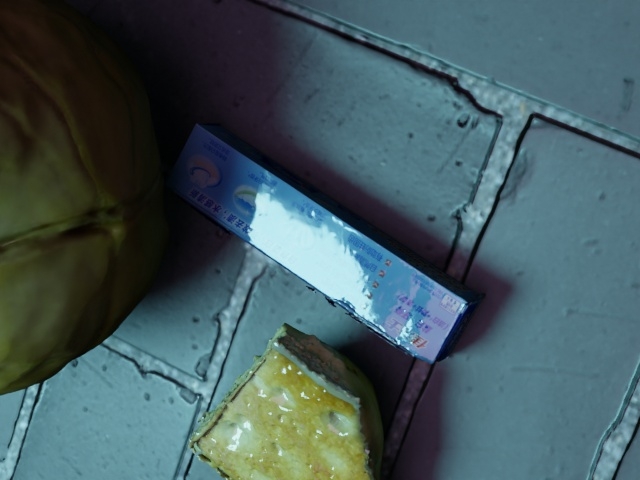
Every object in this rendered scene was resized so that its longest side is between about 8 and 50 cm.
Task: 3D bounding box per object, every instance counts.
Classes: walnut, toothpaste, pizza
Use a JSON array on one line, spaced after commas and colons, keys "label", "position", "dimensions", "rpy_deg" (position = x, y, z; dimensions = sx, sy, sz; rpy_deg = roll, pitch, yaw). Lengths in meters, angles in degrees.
[{"label": "walnut", "position": [-0.314, -0.057, 1.117], "dimensions": [0.397, 0.308, 0.354], "rpy_deg": [17, 115, 22]}, {"label": "toothpaste", "position": [0.000, 0.000, 1.122], "dimensions": [0.272, 0.053, 0.066], "rpy_deg": [34, 104, 18]}, {"label": "pizza", "position": [0.008, 0.162, 1.131], "dimensions": [0.204, 0.080, 0.188], "rpy_deg": [36, 133, 6]}]
